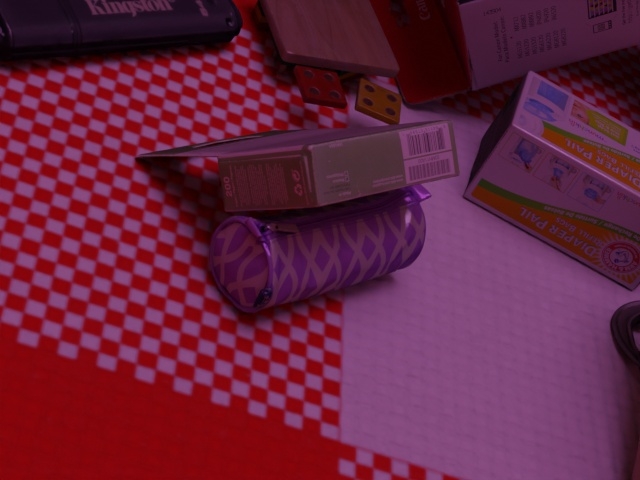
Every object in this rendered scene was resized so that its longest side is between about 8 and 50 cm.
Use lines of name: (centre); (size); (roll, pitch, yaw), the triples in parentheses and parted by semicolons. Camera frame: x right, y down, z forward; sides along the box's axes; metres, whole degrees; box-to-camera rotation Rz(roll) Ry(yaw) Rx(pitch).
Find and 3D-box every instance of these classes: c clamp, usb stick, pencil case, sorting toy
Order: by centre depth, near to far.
pencil case: (0.000, 0.000, 1.264); (0.206, 0.088, 0.086); (-15, 47, -43)
usb stick: (-0.196, -0.210, 1.391); (0.278, 0.045, 0.077); (-11, 55, -40)
c clamp: (0.357, 0.099, 1.394); (0.160, 0.022, 0.137); (2, 42, 7)
sorting toy: (0.000, -0.205, 1.510); (0.132, 0.046, 0.274); (5, 46, -29)

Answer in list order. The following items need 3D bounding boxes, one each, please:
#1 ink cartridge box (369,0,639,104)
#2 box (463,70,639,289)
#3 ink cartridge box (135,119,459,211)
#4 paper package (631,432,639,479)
ink cartridge box: (0.177, -0.319, 1.580); (0.272, 0.130, 0.309); (-17, 49, 0)
box: (0.264, -0.060, 1.482); (0.203, 0.103, 0.114); (29, 39, -3)
ink cartridge box: (-0.023, -0.065, 1.274); (0.171, 0.235, 0.056); (-14, 99, -42)
paper package: (0.402, 0.110, 1.171); (0.168, 0.309, 0.325); (22, 66, -12)
